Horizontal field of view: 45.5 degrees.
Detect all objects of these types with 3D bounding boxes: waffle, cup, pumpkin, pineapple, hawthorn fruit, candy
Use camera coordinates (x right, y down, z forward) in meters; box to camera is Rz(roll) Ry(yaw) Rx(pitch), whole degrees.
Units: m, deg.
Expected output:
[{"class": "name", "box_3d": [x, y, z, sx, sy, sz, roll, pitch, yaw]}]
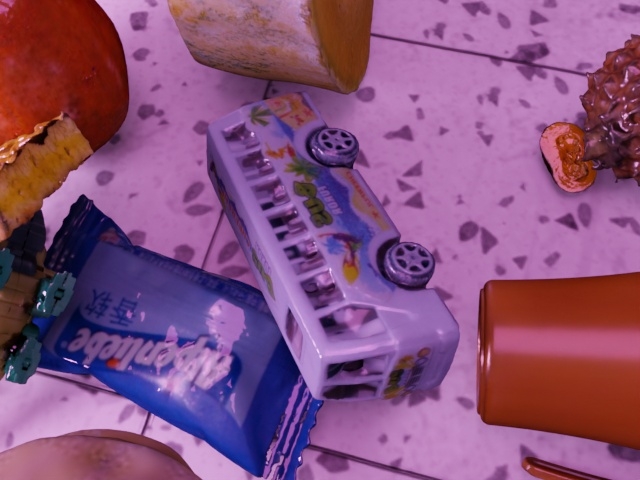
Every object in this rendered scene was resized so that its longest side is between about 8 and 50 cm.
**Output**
[{"class": "waffle", "box_3d": [-0.333, -0.029, 0.711, 0.210, 0.055, 0.160, -21, 26, 22]}, {"class": "cup", "box_3d": [0.274, 0.127, 0.677, 0.263, 0.182, 0.226, 2, 96, 11]}, {"class": "pumpkin", "box_3d": [-0.058, -0.320, 0.817, 0.199, 0.332, 0.333, 0, 64, 17]}, {"class": "pineapple", "box_3d": [0.343, -0.131, 0.786, 0.193, 0.166, 0.166, -30, 67, -10]}, {"class": "pumpkin", "box_3d": [0.270, -0.088, 0.838, 0.050, 0.028, 0.083, -13, 73, 4]}, {"class": "hawthorn fruit", "box_3d": [-0.325, -0.210, 0.780, 0.211, 0.299, 0.211, -9, 51, 11]}, {"class": "candy", "box_3d": [-0.141, 0.089, 0.748, 0.331, 0.077, 0.187, 20, 73, 14]}]

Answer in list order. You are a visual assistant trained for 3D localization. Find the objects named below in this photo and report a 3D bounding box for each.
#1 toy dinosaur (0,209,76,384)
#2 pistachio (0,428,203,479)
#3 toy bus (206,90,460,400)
[{"class": "toy dinosaur", "box_3d": [-0.305, 0.089, 0.701, 0.094, 0.153, 0.259, 23, 80, -29]}, {"class": "pistachio", "box_3d": [-0.179, 0.352, 0.508, 0.365, 0.281, 0.446, 11, 70, 3]}, {"class": "toy bus", "box_3d": [0.000, 0.000, 0.728, 0.135, 0.109, 0.330, -14, 53, -21]}]
